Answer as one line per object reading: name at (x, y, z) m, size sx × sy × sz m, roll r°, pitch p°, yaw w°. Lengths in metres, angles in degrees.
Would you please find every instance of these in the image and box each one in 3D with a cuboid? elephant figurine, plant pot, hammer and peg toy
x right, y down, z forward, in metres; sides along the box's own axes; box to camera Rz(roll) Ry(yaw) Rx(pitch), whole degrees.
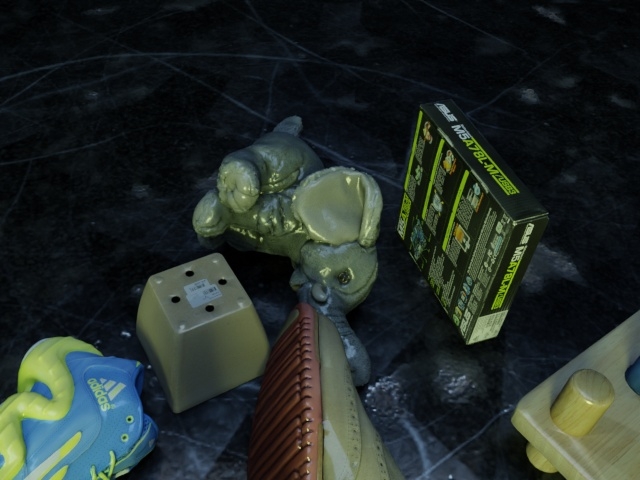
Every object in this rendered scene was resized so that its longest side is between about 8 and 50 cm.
elephant figurine at (0.000, 0.000, 0.660) m, size 0.239 × 0.186 × 0.169 m, roll 32°, pitch 16°, yaw 9°
plant pot at (-0.114, 0.077, 0.589) m, size 0.109 × 0.096 × 0.109 m, roll -20°, pitch 51°, yaw -24°
hammer and peg toy at (0.377, 0.155, 0.554) m, size 0.361 × 0.127 × 0.266 m, roll -26°, pitch 52°, yaw -28°

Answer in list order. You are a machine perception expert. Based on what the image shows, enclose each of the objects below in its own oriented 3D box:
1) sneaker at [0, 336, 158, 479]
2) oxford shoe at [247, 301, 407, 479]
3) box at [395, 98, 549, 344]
sneaker at (-0.201, 0.177, 0.485) m, size 0.126 × 0.091 × 0.240 m, roll 4°, pitch 45°, yaw -4°
oxford shoe at (0.020, 0.209, 0.483) m, size 0.130 × 0.123 × 0.348 m, roll 12°, pitch 49°, yaw -22°
box at (0.146, -0.018, 0.647) m, size 0.045 × 0.191 × 0.184 m, roll -11°, pitch 48°, yaw -14°
